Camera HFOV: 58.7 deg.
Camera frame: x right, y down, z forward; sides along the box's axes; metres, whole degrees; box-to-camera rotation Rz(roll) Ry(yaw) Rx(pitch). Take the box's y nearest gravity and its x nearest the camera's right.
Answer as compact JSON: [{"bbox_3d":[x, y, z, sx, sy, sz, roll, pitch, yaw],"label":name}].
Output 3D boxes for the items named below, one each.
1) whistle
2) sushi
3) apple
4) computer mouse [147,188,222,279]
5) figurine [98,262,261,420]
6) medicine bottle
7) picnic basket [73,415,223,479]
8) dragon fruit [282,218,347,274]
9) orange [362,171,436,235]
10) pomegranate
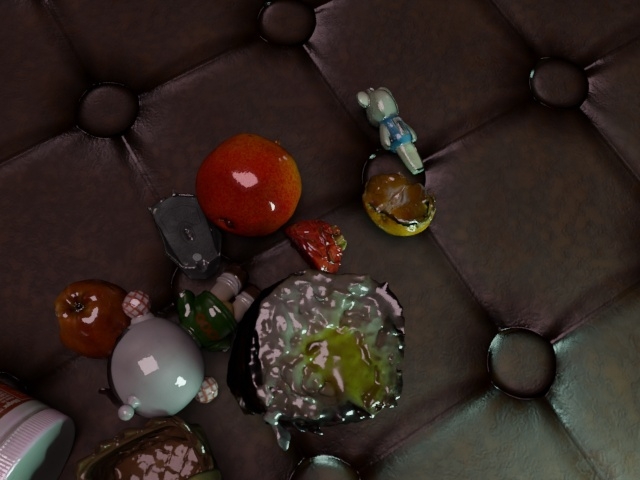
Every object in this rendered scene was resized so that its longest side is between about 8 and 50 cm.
[{"bbox_3d":[0.170,-0.259,1.338,0.113,0.077,0.236,-23,80,-38],"label":"whistle"},{"bbox_3d":[-0.017,0.209,1.050,0.299,0.294,0.282,-7,79,-17],"label":"sushi"},{"bbox_3d":[-0.448,0.156,1.145,0.146,0.158,0.156,12,70,1],"label":"apple"},{"bbox_3d":[-0.294,-0.010,1.249,0.126,0.071,0.231,-21,66,-22],"label":"computer mouse"},{"bbox_3d":[-0.265,0.198,1.116,0.370,0.167,0.281,-44,112,-32],"label":"figurine"},{"bbox_3d":[-0.619,0.384,1.021,0.240,0.252,0.253,23,74,5],"label":"medicine bottle"},{"bbox_3d":[-0.288,0.463,0.978,0.254,0.321,0.292,-26,73,-6],"label":"picnic basket"},{"bbox_3d":[0.000,0.000,1.250,0.106,0.083,0.162,-36,75,-14],"label":"dragon fruit"},{"bbox_3d":[0.172,-0.074,1.260,0.159,0.112,0.170,1,40,4],"label":"orange"},{"bbox_3d":[-0.146,-0.130,1.221,0.220,0.221,0.257,18,46,4],"label":"pomegranate"}]
